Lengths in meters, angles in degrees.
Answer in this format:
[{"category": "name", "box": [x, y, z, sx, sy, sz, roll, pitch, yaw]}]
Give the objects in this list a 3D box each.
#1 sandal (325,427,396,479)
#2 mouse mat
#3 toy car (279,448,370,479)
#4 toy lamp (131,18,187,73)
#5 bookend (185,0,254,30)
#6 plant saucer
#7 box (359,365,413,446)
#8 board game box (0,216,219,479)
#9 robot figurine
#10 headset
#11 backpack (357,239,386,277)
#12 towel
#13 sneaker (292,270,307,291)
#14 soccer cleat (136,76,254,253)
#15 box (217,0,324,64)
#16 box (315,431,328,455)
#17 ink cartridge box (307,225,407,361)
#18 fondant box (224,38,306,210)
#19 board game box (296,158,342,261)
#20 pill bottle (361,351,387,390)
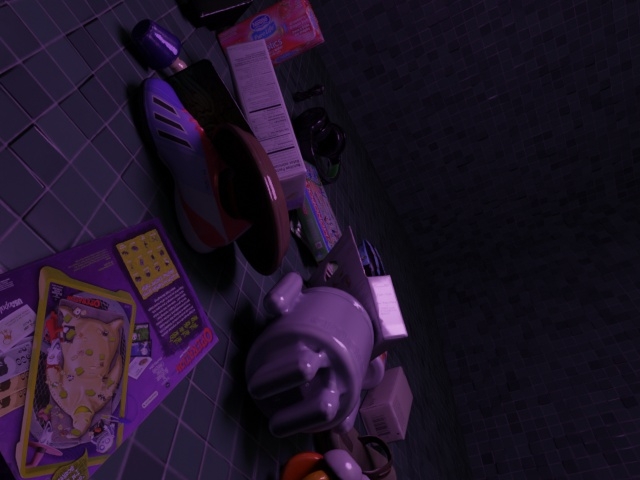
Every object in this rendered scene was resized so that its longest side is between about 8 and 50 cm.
[{"category": "sandal", "box": [0.106, 0.473, 1.039, 0.303, 0.086, 0.120, 56, 21, -36]}, {"category": "mouse mat", "box": [-0.208, -0.224, 0.885, 0.190, 0.152, 0.007, 60, 37, -27]}, {"category": "toy car", "box": [-0.002, 0.422, 0.794, 0.136, 0.159, 0.182, 27, -26, 56]}, {"category": "toy lamp", "box": [-0.263, -0.322, 0.958, 0.274, 0.080, 0.080, 44, 30, -56]}, {"category": "bookend", "box": [-0.275, -0.588, 1.215, 0.157, 0.156, 0.072, -1, -63, 60]}, {"category": "plant saucer", "box": [-0.125, -0.073, 0.851, 0.278, 0.041, 0.278, 46, -33, 43]}, {"category": "box", "box": [0.196, 0.470, 1.386, 0.113, 0.094, 0.275, 69, 16, 2]}, {"category": "board game box", "box": [-0.246, 0.107, 0.543, 0.208, 0.056, 0.347, 62, 17, -6]}, {"category": "robot figurine", "box": [-0.009, 0.207, 0.883, 0.300, 0.199, 0.353, 66, 17, -8]}, {"category": "headset", "box": [-0.024, -0.390, 1.754, 0.243, 0.185, 0.394, 30, 57, -59]}, {"category": "backpack", "box": [0.155, 0.091, 1.678, 0.158, 0.117, 0.173, 20, 51, -68]}, {"category": "towel", "box": [0.000, 0.000, 1.455, 0.325, 0.038, 0.248, 54, 20, -34]}, {"category": "sneaker", "box": [-0.038, 0.136, 1.127, 0.054, 0.061, 0.152, 45, 27, -49]}, {"category": "soccer cleat", "box": [-0.212, -0.141, 0.821, 0.318, 0.116, 0.108, 70, 18, 4]}, {"category": "box", "box": [-0.134, -0.560, 1.328, 0.128, 0.257, 0.123, -54, 123, -70]}, {"category": "box", "box": [0.029, 0.419, 1.057, 0.201, 0.021, 0.164, 71, 17, 6]}, {"category": "ink cartridge box", "box": [0.071, 0.149, 1.112, 0.296, 0.066, 0.261, 125, -43, -54]}, {"category": "fondant box", "box": [-0.125, -0.252, 1.121, 0.238, 0.096, 0.330, 103, -28, -76]}, {"category": "board game box", "box": [-0.015, -0.087, 1.385, 0.317, 0.046, 0.213, 69, 16, 11]}, {"category": "pill bottle", "box": [0.123, 0.304, 1.315, 0.121, 0.121, 0.216, 66, 17, -9]}]
